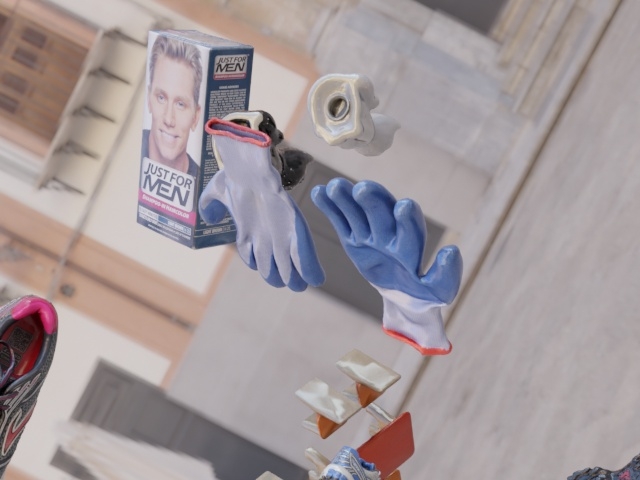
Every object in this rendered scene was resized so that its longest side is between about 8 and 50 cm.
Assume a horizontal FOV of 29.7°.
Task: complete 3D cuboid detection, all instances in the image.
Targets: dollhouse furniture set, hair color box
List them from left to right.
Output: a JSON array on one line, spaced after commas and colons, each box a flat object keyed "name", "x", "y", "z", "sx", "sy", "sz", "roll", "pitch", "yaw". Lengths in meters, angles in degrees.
[{"name": "hair color box", "x": -0.219, "y": -0.176, "z": 2.078, "sx": 0.105, "sy": 0.174, "sz": 0.347, "roll": -10, "pitch": -67, "yaw": -44}, {"name": "dollhouse furniture set", "x": 0.035, "y": 0.327, "z": 1.635, "sx": 0.259, "sy": 0.135, "sz": 0.262, "roll": -33, "pitch": -51, "yaw": -31}]

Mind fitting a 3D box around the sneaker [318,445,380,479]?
[{"name": "sneaker", "x": 0.050, "y": 0.278, "z": 1.355, "sx": 0.058, "sy": 0.052, "sz": 0.135, "roll": -62, "pitch": -39, "yaw": -29}]

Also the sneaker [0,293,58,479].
[{"name": "sneaker", "x": -0.397, "y": 0.197, "z": 1.412, "sx": 0.112, "sy": 0.120, "sz": 0.299, "roll": -29, "pitch": 41, "yaw": 60}]

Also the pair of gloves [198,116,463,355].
[{"name": "pair of gloves", "x": 0.000, "y": 0.000, "z": 0.735, "sx": 0.023, "sy": 0.198, "sz": 0.159, "roll": -54, "pitch": -31, "yaw": -27}]

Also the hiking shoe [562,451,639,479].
[{"name": "hiking shoe", "x": 0.358, "y": 0.272, "z": 1.254, "sx": 0.226, "sy": 0.114, "sz": 0.086, "roll": -19, "pitch": 40, "yaw": 30}]

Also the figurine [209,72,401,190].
[{"name": "figurine", "x": -0.007, "y": -0.129, "z": 1.555, "sx": 0.214, "sy": 0.092, "sz": 0.209, "roll": -20, "pitch": -12, "yaw": 14}]
